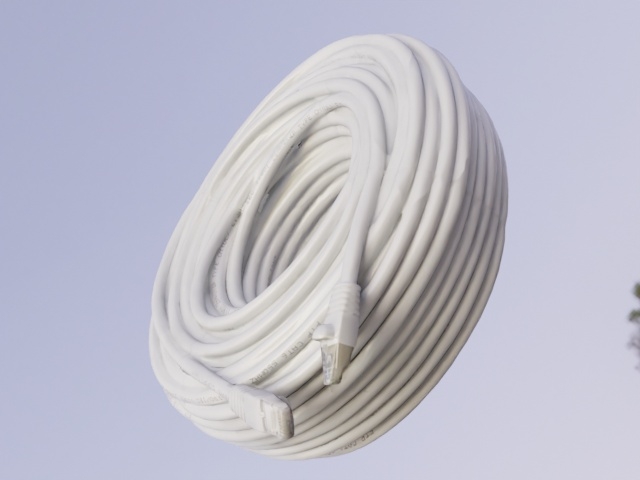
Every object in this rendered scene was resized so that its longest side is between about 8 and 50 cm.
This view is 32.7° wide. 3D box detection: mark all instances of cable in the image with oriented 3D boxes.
[{"bbox_3d":[0.000,0.000,0.638,0.089,0.257,0.257,33,-108,-27],"label":"cable"}]
